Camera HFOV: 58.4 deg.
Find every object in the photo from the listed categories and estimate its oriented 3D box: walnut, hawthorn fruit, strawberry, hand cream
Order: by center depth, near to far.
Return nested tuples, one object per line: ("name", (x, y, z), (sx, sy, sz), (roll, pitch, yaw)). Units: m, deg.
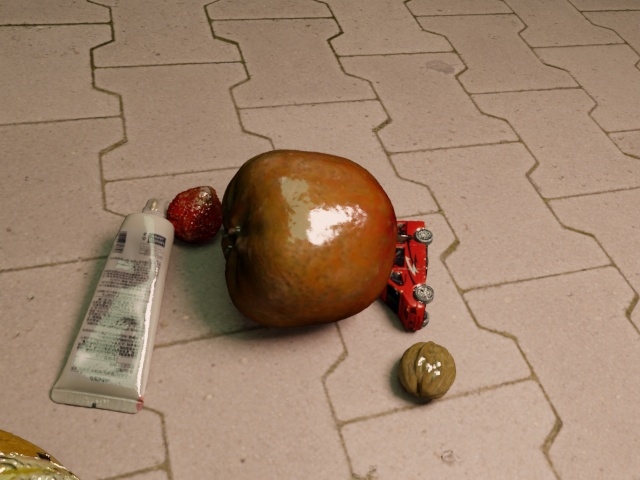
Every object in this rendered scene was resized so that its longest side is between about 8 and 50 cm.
("walnut", (0.159, 0.192, 0.851), (0.092, 0.092, 0.092), (5, 50, -6))
("hand cream", (-0.289, 0.084, 0.868), (0.125, 0.077, 0.340), (10, 62, -4))
("hawthorn fruit", (0.000, 0.000, 0.873), (0.301, 0.267, 0.267), (4, 49, -17))
("strawberry", (-0.213, -0.047, 0.976), (0.106, 0.106, 0.106), (5, 50, -6))

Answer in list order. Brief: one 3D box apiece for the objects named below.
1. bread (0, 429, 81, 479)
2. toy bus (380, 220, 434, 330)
("bread", (-0.388, 0.286, 0.633), (0.261, 0.156, 0.158), (16, 70, 20))
("toy bus", (0.142, 0.057, 0.964), (0.090, 0.081, 0.195), (4, 49, 5))
